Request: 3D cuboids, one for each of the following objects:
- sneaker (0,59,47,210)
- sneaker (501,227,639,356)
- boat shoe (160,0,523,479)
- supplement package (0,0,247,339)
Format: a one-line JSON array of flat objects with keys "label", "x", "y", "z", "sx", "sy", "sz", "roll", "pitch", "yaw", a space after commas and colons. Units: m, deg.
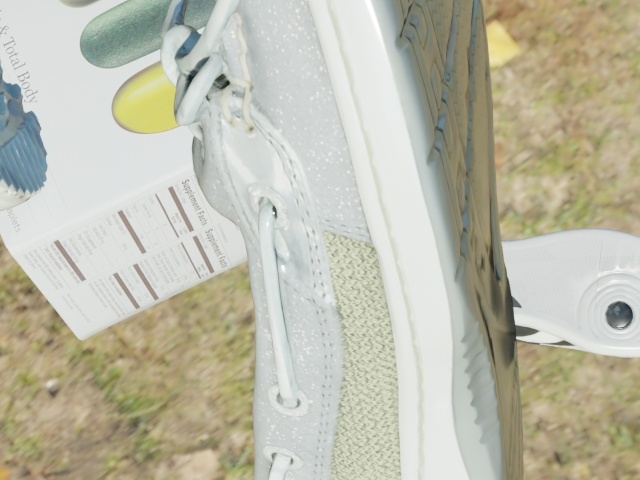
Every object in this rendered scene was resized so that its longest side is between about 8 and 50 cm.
[{"label": "sneaker", "x": -0.247, "y": -0.093, "z": 0.597, "sx": 0.293, "sy": 0.146, "sz": 0.102, "roll": 52, "pitch": 19, "yaw": -12}, {"label": "sneaker", "x": 0.152, "y": 0.033, "z": 1.086, "sx": 0.217, "sy": 0.121, "sz": 0.079, "roll": 6, "pitch": 87, "yaw": 11}, {"label": "boat shoe", "x": 0.001, "y": -0.001, "z": 0.492, "sx": 0.103, "sy": 0.320, "sz": 0.118, "roll": -3, "pitch": 40, "yaw": 12}, {"label": "supplement package", "x": -0.114, "y": -0.094, "z": 1.179, "sx": 0.262, "sy": 0.198, "sz": 0.199, "roll": -25, "pitch": 68, "yaw": -3}]
